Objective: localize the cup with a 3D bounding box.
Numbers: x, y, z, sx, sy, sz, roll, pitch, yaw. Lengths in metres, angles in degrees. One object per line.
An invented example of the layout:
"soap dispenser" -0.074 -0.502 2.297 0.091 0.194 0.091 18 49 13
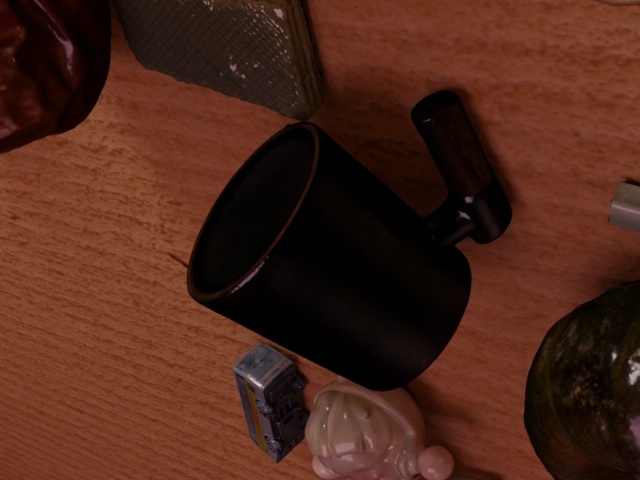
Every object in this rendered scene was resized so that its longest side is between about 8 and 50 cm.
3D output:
"cup" 0.035 0.007 0.887 0.177 0.166 0.239 35 136 -24

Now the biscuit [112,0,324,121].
"biscuit" -0.092 -0.174 0.944 0.199 0.040 0.121 21 147 29

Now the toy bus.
"toy bus" -0.059 0.203 1.406 0.075 0.064 0.190 36 152 31

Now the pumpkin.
"pumpkin" 0.266 0.155 0.849 0.260 0.189 0.260 29 148 20

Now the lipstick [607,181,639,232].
"lipstick" 0.258 -0.013 0.794 0.107 0.025 0.025 17 144 23

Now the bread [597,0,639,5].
"bread" 0.167 -0.196 0.593 0.122 0.073 0.149 1 134 44

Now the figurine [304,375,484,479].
"figurine" 0.080 0.236 1.236 0.257 0.144 0.182 54 167 -29

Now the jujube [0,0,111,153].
"jujube" -0.290 -0.232 0.930 0.216 0.216 0.342 17 136 33
